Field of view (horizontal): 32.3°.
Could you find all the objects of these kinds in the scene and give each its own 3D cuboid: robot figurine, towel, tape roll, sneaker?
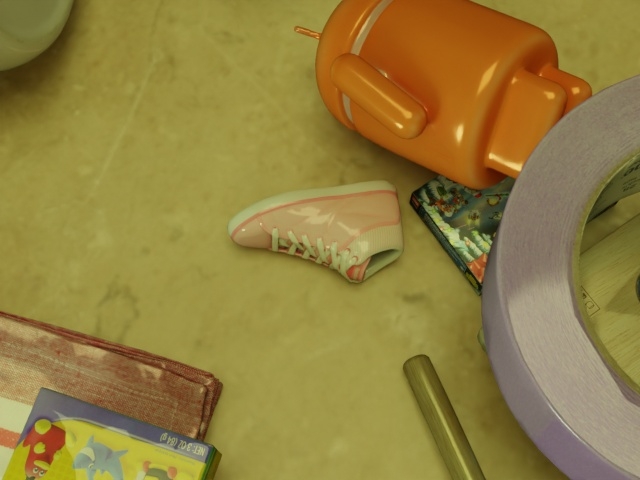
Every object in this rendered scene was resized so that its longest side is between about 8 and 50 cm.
[{"bbox_3d":[0.086,-0.120,0.820,0.219,0.128,0.158,29,65,30],"label":"robot figurine"},{"bbox_3d":[-0.228,0.217,0.771,0.237,0.037,0.328,15,72,6],"label":"towel"},{"bbox_3d":[0.240,0.033,0.671,0.275,0.090,0.274,-1,71,1],"label":"tape roll"},{"bbox_3d":[0.000,0.000,0.834,0.134,0.051,0.070,-10,66,-8],"label":"sneaker"}]

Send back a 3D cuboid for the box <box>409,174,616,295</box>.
[{"bbox_3d":[0.151,-0.033,0.858,0.137,0.027,0.094,-33,75,-11],"label":"box"}]

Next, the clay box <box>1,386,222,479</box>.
[{"bbox_3d":[-0.163,0.222,0.721,0.128,0.053,0.222,17,72,7],"label":"clay box"}]

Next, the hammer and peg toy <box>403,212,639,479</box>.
[{"bbox_3d":[0.233,0.117,0.755,0.361,0.127,0.266,-32,74,-10],"label":"hammer and peg toy"}]

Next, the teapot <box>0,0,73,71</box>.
[{"bbox_3d":[-0.315,-0.241,0.830,0.187,0.252,0.256,-3,55,17],"label":"teapot"}]
